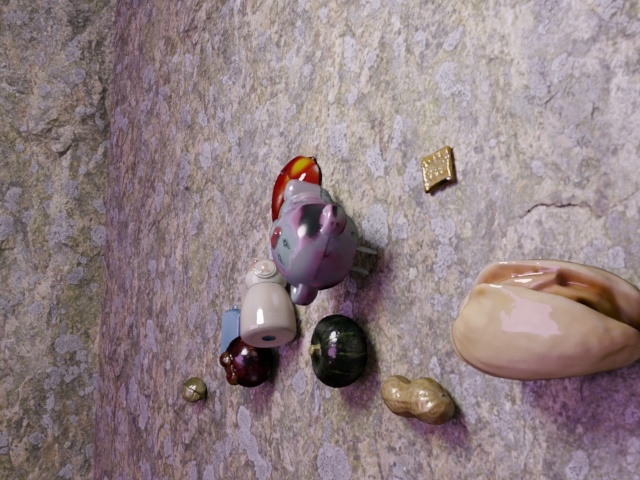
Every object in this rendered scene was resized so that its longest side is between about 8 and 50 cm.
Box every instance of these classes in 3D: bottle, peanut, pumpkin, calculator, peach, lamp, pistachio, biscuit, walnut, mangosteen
[{"bbox_3d":[-0.145,0.157,1.745,0.147,0.148,0.236,-40,46,45],"label":"bottle"},{"bbox_3d":[0.188,0.313,1.285,0.193,0.089,0.089,-4,82,55],"label":"peanut"},{"bbox_3d":[0.038,0.254,1.473,0.167,0.125,0.167,8,101,49],"label":"pumpkin"},{"bbox_3d":[-0.267,0.302,1.981,0.121,0.039,0.210,-10,76,53],"label":"calculator"},{"bbox_3d":[-0.095,-0.118,1.775,0.279,0.068,0.189,-60,39,31],"label":"peach"},{"bbox_3d":[0.000,0.000,1.507,0.301,0.248,0.247,-108,40,-65],"label":"lamp"},{"bbox_3d":[0.345,0.130,1.007,0.318,0.213,0.193,-2,43,49],"label":"pistachio"},{"bbox_3d":[0.241,-0.146,1.333,0.083,0.018,0.081,-26,64,50],"label":"biscuit"},{"bbox_3d":[-0.420,0.495,2.137,0.092,0.092,0.092,-12,75,54],"label":"walnut"},{"bbox_3d":[-0.209,0.337,1.798,0.153,0.153,0.152,-12,75,54],"label":"mangosteen"}]
